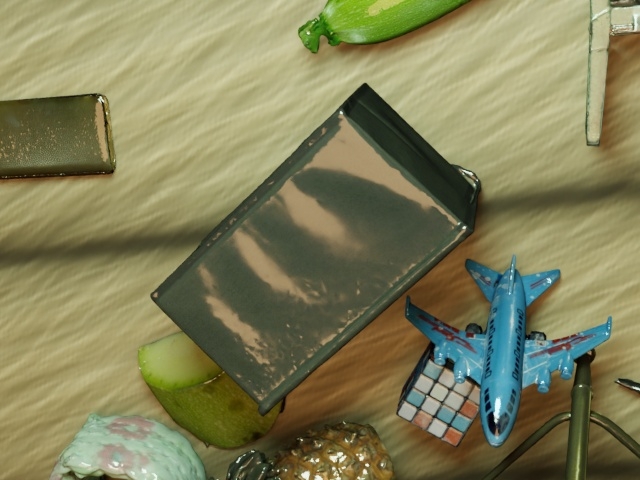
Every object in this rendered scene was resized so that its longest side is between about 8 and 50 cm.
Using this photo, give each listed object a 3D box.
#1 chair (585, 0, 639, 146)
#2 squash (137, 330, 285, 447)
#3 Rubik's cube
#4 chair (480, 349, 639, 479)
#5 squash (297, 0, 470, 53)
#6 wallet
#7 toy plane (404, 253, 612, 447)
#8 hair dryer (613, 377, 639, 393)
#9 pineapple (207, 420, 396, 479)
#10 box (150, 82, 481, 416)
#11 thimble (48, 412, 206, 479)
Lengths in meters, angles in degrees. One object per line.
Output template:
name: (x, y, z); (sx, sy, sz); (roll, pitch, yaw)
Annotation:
chair: (0.378, -0.253, 1.476); (0.147, 0.136, 0.270); (-1, 103, 12)
squash: (-0.142, 0.206, 1.715); (0.192, 0.085, 0.184); (-22, 99, 16)
Rubik's cube: (0.162, 0.195, 1.655); (0.092, 0.092, 0.092); (29, 107, 1)
chair: (0.302, 0.430, 1.509); (0.362, 0.410, 0.364); (42, 114, -3)
squash: (0.144, -0.321, 1.520); (0.379, 0.101, 0.101); (-27, 99, 11)
wallet: (-0.373, -0.136, 1.692); (0.198, 0.031, 0.110); (-3, 104, 11)
toy plane: (0.224, 0.137, 1.563); (0.254, 0.271, 0.105); (6, 148, 8)
hair dryer: (0.539, 0.140, 1.589); (0.341, 0.123, 0.312); (1, 94, 21)
pineapple: (-0.060, 0.343, 1.662); (0.310, 0.141, 0.170); (-15, 123, -13)
box: (0.001, 0.001, 1.549); (0.204, 0.251, 0.345); (45, 107, -4)
thimble: (-0.268, 0.339, 1.741); (0.185, 0.149, 0.211); (-40, 94, 19)
